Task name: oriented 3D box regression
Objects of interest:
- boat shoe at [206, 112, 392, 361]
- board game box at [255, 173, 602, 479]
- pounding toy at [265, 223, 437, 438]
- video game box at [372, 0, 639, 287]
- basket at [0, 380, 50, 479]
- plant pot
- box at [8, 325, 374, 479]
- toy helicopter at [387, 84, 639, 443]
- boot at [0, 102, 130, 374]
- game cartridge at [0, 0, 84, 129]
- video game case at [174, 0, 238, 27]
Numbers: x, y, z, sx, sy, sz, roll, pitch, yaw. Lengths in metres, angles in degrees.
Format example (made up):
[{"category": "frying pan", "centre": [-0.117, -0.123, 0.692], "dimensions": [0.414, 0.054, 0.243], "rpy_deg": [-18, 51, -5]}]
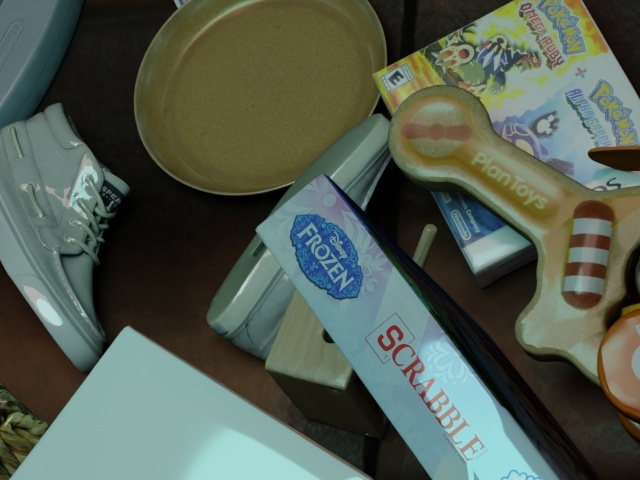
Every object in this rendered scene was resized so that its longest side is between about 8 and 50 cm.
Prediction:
[{"category": "boat shoe", "centre": [0.000, 0.001, 1.553], "dimensions": [0.227, 0.081, 0.079], "rpy_deg": [-53, 18, -6]}, {"category": "board game box", "centre": [0.121, 0.137, 1.272], "dimensions": [0.066, 0.318, 0.318], "rpy_deg": [-40, 57, 6]}, {"category": "pounding toy", "centre": [0.038, 0.066, 1.469], "dimensions": [0.100, 0.130, 0.141], "rpy_deg": [13, 69, 24]}, {"category": "video game box", "centre": [0.168, -0.092, 1.540], "dimensions": [0.187, 0.048, 0.205], "rpy_deg": [-27, 67, 2]}, {"category": "basket", "centre": [-0.260, 0.231, 1.386], "dimensions": [0.213, 0.299, 0.223], "rpy_deg": [33, 76, 35]}, {"category": "plant pot", "centre": [-0.051, -0.138, 1.664], "dimensions": [0.236, 0.032, 0.236], "rpy_deg": [-8, 62, 14]}, {"category": "box", "centre": [-0.044, 0.237, 1.284], "dimensions": [0.215, 0.345, 0.168], "rpy_deg": [29, 76, 28]}, {"category": "toy helicopter", "centre": [0.208, -0.020, 1.414], "dimensions": [0.355, 0.140, 0.235], "rpy_deg": [36, 86, 22]}, {"category": "boot", "centre": [-0.218, -0.013, 1.622], "dimensions": [0.123, 0.095, 0.258], "rpy_deg": [-32, 61, -3]}, {"category": "game cartridge", "centre": [-0.342, -0.181, 1.775], "dimensions": [0.196, 0.060, 0.294], "rpy_deg": [16, 70, 29]}, {"category": "video game case", "centre": [-0.109, -0.265, 1.760], "dimensions": [0.087, 0.011, 0.122], "rpy_deg": [-29, 59, 3]}]
